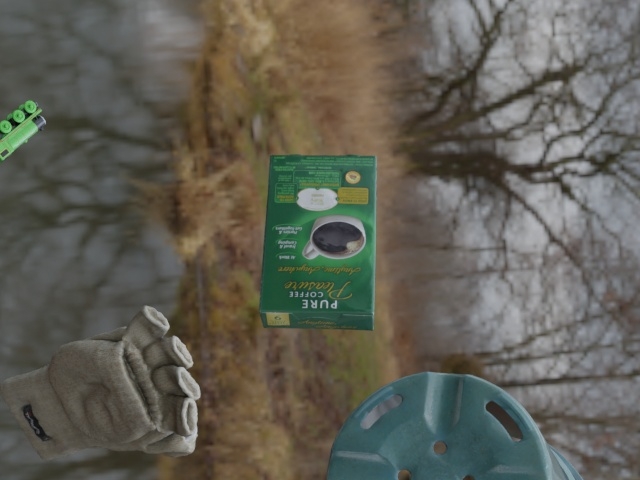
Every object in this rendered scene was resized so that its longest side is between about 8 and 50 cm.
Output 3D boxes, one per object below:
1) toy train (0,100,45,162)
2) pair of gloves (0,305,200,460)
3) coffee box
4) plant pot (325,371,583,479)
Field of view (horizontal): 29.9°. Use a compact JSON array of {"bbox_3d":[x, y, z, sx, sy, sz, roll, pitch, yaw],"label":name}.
[{"bbox_3d":[-0.229,-0.070,0.855,0.083,0.017,0.023,-47,108,-32],"label":"toy train"},{"bbox_3d":[-0.116,0.172,0.875,0.042,0.204,0.240,-38,97,-44],"label":"pair of gloves"},{"bbox_3d":[0.000,0.000,1.184,0.040,0.113,0.184,88,3,-60],"label":"coffee box"},{"bbox_3d":[0.165,0.330,1.449,0.334,0.341,0.341,63,22,-59],"label":"plant pot"}]
